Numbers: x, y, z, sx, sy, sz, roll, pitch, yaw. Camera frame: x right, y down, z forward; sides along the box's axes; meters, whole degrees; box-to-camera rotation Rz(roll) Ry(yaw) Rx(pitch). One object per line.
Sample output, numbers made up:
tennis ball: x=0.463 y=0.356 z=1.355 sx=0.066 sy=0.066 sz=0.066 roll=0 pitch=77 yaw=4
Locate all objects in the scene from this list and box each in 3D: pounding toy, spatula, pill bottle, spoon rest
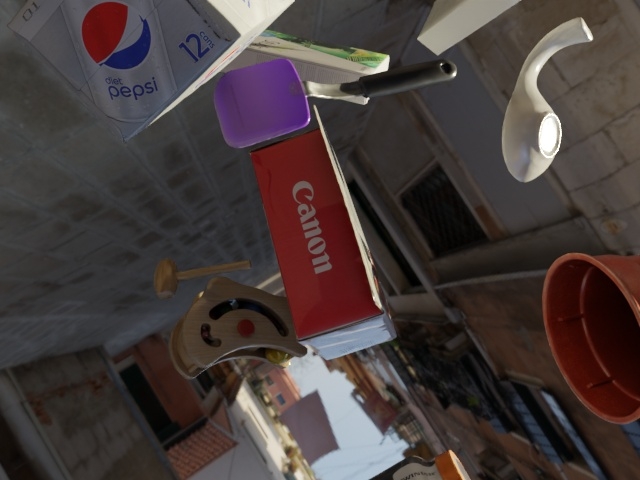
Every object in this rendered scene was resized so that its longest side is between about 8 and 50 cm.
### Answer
pounding toy: x=-0.137 y=0.132 z=0.835 sx=0.155 sy=0.270 sz=0.154 roll=-42 pitch=-145 yaw=47
spatula: x=0.029 y=-0.172 z=0.597 sx=0.297 sy=0.084 sz=0.030 roll=-16 pitch=174 yaw=-22
pill bottle: x=0.119 y=0.422 z=0.821 sx=0.246 sy=0.130 sz=0.130 roll=-33 pitch=176 yaw=6
spoon rest: x=0.360 y=-0.227 z=0.876 sx=0.084 sy=0.137 sz=0.276 roll=13 pitch=-104 yaw=50

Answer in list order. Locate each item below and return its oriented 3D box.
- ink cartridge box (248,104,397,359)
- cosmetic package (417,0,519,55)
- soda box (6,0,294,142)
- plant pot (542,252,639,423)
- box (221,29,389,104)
ink cartridge box: x=0.000 y=0.000 z=0.811 sx=0.130 sy=0.309 sz=0.272 roll=-19 pitch=157 yaw=5
cosmetic package: x=0.275 y=-0.421 z=0.928 sx=0.098 sy=0.060 sz=0.239 roll=-62 pitch=-161 yaw=-16
soda box: x=-0.099 y=-0.179 z=0.411 sx=0.098 sy=0.091 sz=0.286 roll=-35 pitch=-160 yaw=22
plant pot: x=0.557 y=0.131 z=0.864 sx=0.265 sy=0.272 sz=0.272 roll=-10 pitch=173 yaw=-7
box: x=-0.043 y=-0.344 z=1.014 sx=0.232 sy=0.322 sz=0.058 roll=-62 pitch=166 yaw=-59
